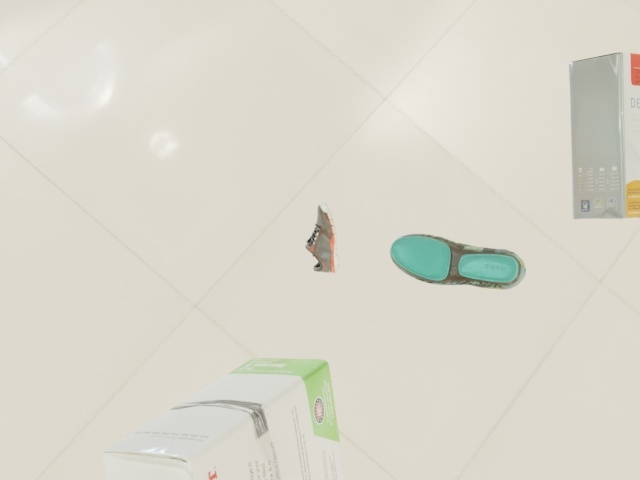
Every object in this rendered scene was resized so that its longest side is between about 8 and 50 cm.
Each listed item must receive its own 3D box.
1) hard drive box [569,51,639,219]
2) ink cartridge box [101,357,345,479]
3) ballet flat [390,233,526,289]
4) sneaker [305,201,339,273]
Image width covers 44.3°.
[{"bbox_3d":[0.460,-0.150,1.163,0.181,0.089,0.232,-6,94,-35],"label":"hard drive box"},{"bbox_3d":[-0.087,0.262,0.841,0.115,0.273,0.198,-2,100,29],"label":"ink cartridge box"},{"bbox_3d":[0.188,0.033,1.071,0.189,0.070,0.070,14,71,29],"label":"ballet flat"},{"bbox_3d":[0.000,0.000,1.568,0.065,0.061,0.157,-7,114,0],"label":"sneaker"}]
